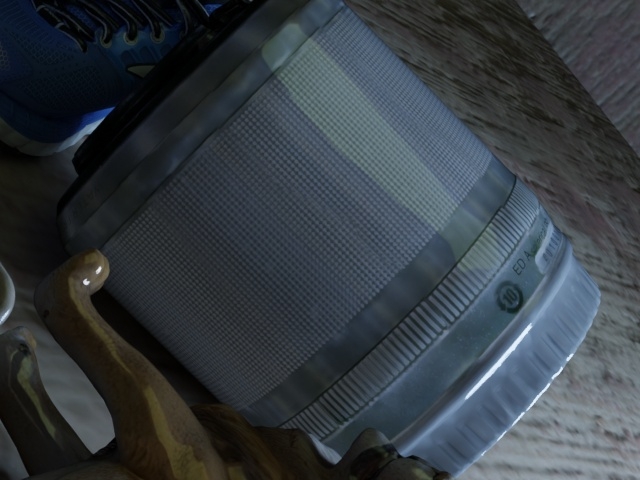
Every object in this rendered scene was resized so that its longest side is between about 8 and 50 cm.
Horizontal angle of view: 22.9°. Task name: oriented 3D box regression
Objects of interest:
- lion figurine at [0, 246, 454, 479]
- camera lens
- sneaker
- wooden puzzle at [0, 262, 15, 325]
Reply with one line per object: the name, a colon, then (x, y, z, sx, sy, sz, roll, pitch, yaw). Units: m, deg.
lion figurine: (-0.103, 0.137, 0.635, 0.240, 0.142, 0.392, 55, 33, 9)
camera lens: (0.000, 0.000, 0.934, 0.274, 0.219, 0.219, 45, 20, -5)
sneaker: (-0.139, -0.141, 1.035, 0.130, 0.147, 0.330, 52, 21, 16)
wooden puzzle: (-0.277, -0.034, 0.699, 0.221, 0.044, 0.238, 50, 25, 24)
